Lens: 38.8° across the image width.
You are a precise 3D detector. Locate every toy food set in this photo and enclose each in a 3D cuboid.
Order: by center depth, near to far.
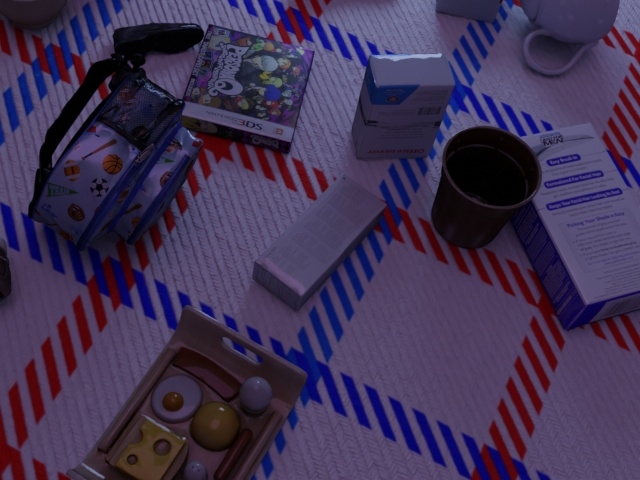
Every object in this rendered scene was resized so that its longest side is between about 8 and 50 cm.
[{"bbox_3d":[-0.184,0.264,1.301,0.220,0.092,0.306,29,58,8],"label":"toy food set"}]

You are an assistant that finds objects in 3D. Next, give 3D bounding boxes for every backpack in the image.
[{"bbox_3d":[-0.326,-0.107,1.424,0.213,0.276,0.263,39,63,-1],"label":"backpack"}]

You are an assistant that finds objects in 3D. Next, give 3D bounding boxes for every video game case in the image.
[{"bbox_3d":[-0.134,-0.282,1.671,0.210,0.042,0.232,14,58,-2],"label":"video game case"}]

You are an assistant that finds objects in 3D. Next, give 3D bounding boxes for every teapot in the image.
[{"bbox_3d":[0.473,-0.503,1.805,0.187,0.252,0.256,-4,49,0],"label":"teapot"}]

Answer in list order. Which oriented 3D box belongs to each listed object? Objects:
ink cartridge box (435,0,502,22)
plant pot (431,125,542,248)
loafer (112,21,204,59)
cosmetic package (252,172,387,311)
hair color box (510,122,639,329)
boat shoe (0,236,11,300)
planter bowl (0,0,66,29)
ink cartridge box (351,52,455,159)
[{"bbox_3d":[0.316,-0.563,1.865,0.127,0.128,0.176,10,58,-3],"label":"ink cartridge box"},{"bbox_3d":[0.269,-0.079,1.542,0.167,0.165,0.167,4,58,-6],"label":"plant pot"},{"bbox_3d":[-0.304,-0.386,1.697,0.170,0.062,0.061,-11,57,-17],"label":"loafer"},{"bbox_3d":[0.000,0.000,1.511,0.099,0.060,0.239,38,60,11],"label":"cosmetic package"},{"bbox_3d":[0.446,-0.031,1.577,0.185,0.110,0.339,-12,63,-15],"label":"hair color box"},{"bbox_3d":[-0.625,0.066,1.338,0.324,0.116,0.097,-9,58,-21],"label":"boat shoe"},{"bbox_3d":[-0.536,-0.459,1.672,0.162,0.109,0.162,4,58,-6],"label":"planter bowl"},{"bbox_3d":[0.140,-0.233,1.599,0.139,0.191,0.082,-3,58,-12],"label":"ink cartridge box"}]
